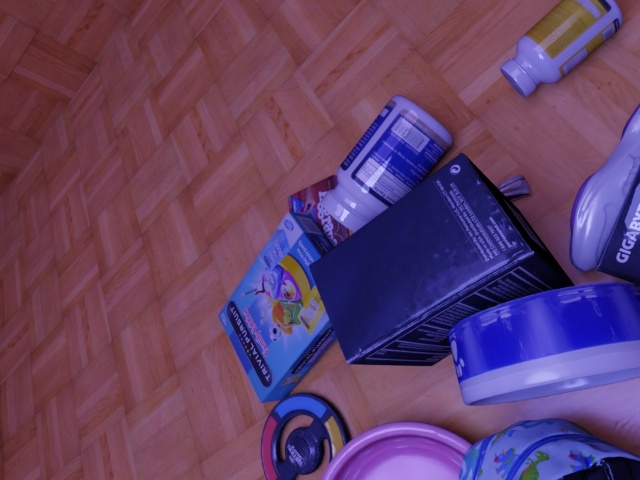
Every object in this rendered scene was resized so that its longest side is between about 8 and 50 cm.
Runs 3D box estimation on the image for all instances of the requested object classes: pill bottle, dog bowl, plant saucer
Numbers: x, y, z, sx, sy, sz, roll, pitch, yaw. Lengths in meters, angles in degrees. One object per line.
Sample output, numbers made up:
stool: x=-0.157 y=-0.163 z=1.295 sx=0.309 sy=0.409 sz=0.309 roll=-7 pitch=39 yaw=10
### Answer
pill bottle: x=0.415 y=-0.345 z=0.834 sx=0.184 sy=0.103 sz=0.103 roll=-41 pitch=56 yaw=20
pill bottle: x=0.128 y=-0.144 z=0.961 sx=0.265 sy=0.153 sz=0.153 roll=-51 pitch=53 yaw=14
dog bowl: x=0.318 y=0.152 z=0.658 sx=0.265 sy=0.265 sz=0.104 roll=-25 pitch=61 yaw=29
plant saucer: x=0.152 y=0.464 z=0.760 sx=0.332 sy=0.084 sz=0.332 roll=-4 pitch=73 yaw=15

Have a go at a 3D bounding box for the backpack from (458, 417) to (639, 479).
backpack: x=0.303 y=0.408 z=0.576 sx=0.290 sy=0.273 sz=0.355 roll=-8 pitch=102 yaw=-6

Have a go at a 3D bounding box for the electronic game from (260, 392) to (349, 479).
electronic game: x=-0.036 y=0.435 z=0.982 sx=0.229 sy=0.048 sz=0.229 roll=-11 pitch=71 yaw=34

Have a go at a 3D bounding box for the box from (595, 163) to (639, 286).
box: x=0.531 y=-0.045 z=0.547 sx=0.293 sy=0.073 sz=0.295 roll=25 pitch=116 yaw=30

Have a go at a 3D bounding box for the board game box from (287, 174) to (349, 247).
board game box: x=0.000 y=0.000 z=1.097 sx=0.145 sy=0.027 sz=0.281 roll=-22 pitch=65 yaw=30

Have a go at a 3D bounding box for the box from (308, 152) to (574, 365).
box: x=0.194 y=0.057 z=0.759 sx=0.294 sy=0.296 sz=0.183 roll=-38 pitch=58 yaw=22

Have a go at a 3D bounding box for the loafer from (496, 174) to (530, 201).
loafer: x=0.318 y=-0.073 z=0.868 sx=0.125 sy=0.045 sz=0.039 roll=-32 pitch=66 yaw=23

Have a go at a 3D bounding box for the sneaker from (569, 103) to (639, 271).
sneaker: x=0.484 y=-0.078 z=0.695 sx=0.152 sy=0.114 sz=0.305 roll=35 pitch=99 yaw=39

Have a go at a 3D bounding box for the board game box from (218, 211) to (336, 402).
board game box: x=-0.075 y=0.147 z=1.045 sx=0.336 sy=0.079 sz=0.254 roll=-54 pitch=52 yaw=23
